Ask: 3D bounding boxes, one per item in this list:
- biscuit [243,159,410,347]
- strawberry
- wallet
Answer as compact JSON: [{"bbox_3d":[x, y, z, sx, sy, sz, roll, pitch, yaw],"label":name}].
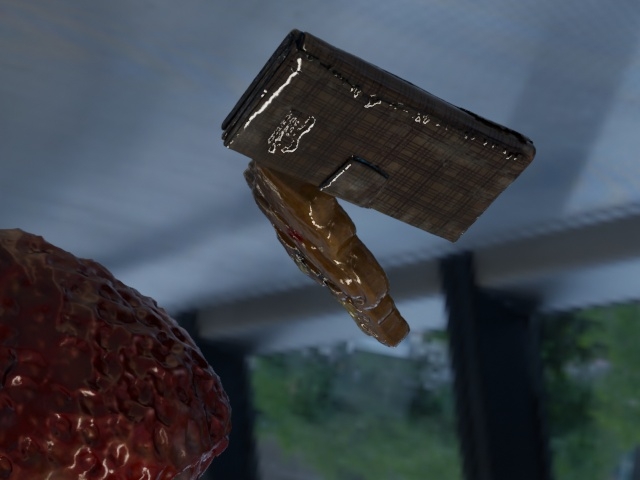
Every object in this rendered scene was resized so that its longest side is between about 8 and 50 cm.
[{"bbox_3d":[-0.003,0.002,1.643,0.186,0.044,0.295,40,170,28],"label":"biscuit"},{"bbox_3d":[-0.247,0.160,1.681,0.292,0.291,0.310,1,144,37],"label":"strawberry"},{"bbox_3d":[0.047,-0.080,1.438,0.230,0.042,0.124,22,130,-25],"label":"wallet"}]
